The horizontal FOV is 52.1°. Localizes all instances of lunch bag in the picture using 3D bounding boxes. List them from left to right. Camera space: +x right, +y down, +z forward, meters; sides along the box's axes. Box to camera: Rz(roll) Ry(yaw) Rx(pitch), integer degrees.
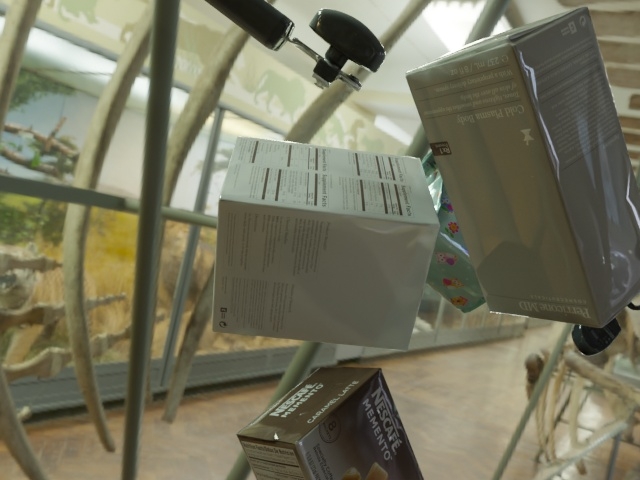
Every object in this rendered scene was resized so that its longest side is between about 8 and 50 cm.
[{"bbox_3d":[0.267,-0.033,1.263,0.223,0.262,0.160,36,-40,-19],"label":"lunch bag"}]

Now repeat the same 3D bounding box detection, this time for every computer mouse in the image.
[{"bbox_3d":[0.512,0.128,1.157,0.242,0.071,0.041,-30,-11,-33],"label":"computer mouse"}]

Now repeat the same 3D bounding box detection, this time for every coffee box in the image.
[{"bbox_3d":[0.032,0.276,0.701,0.098,0.247,0.141,-10,15,46],"label":"coffee box"}]

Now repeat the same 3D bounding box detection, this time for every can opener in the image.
[{"bbox_3d":[-0.052,-0.278,0.815,0.280,0.093,0.074,32,11,-3],"label":"can opener"}]

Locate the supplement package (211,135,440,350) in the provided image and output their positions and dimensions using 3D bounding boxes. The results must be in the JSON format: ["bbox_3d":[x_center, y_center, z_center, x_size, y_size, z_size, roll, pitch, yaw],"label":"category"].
[{"bbox_3d":[0.000,0.000,0.886,0.262,0.200,0.198,6,31,-4],"label":"supplement package"}]

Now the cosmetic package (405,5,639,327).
[{"bbox_3d":[0.179,-0.055,0.551,0.107,0.238,0.127,-28,14,-29],"label":"cosmetic package"}]
